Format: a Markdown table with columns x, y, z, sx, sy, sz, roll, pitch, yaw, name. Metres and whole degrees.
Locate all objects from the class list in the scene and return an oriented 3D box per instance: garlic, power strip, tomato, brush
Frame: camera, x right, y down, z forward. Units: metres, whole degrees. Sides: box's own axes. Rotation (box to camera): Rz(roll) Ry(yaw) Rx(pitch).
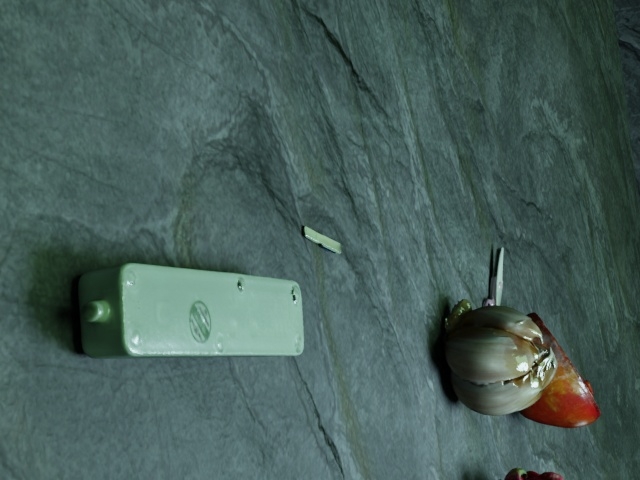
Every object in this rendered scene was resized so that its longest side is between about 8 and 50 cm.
| x | y | z | sx | sy | sz | roll | pitch | yaw | name |
| --- | --- | --- | --- | --- | --- | --- | --- | --- | --- |
| 0.290 | 0.219 | 1.888 | 0.160 | 0.191 | 0.214 | -34 | 128 | -34 | garlic |
| -0.129 | 0.080 | 1.195 | 0.385 | 0.062 | 0.091 | 10 | 74 | -63 | power strip |
| 0.415 | 0.261 | 2.136 | 0.233 | 0.140 | 0.200 | 58 | 1 | 38 | tomato |
| 0.000 | 0.000 | 1.527 | 0.084 | 0.013 | 0.016 | 28 | 54 | -50 | brush |

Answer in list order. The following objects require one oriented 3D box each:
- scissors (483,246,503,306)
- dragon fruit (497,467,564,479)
| x | y | z | sx | sy | sz | roll | pitch | yaw | name |
| --- | --- | --- | --- | --- | --- | --- | --- | --- | --- |
| 0.333 | 0.092 | 2.146 | 0.085 | 0.022 | 0.176 | 40 | 51 | -47 | scissors |
| 0.340 | 0.511 | 1.861 | 0.198 | 0.218 | 0.272 | 23 | 88 | -42 | dragon fruit |
